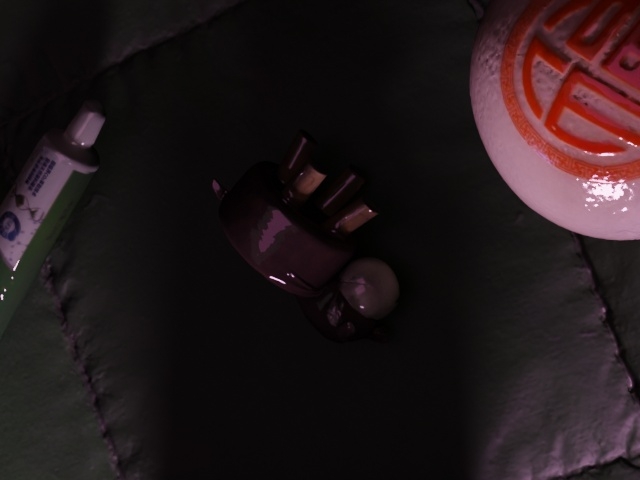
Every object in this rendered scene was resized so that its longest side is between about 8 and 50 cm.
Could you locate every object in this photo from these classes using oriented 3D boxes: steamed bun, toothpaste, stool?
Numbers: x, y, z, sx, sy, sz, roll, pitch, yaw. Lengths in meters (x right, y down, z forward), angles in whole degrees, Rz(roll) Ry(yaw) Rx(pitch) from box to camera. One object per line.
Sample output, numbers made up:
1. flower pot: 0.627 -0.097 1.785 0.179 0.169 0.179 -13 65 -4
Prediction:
1. steamed bun: 0.254 -0.138 1.561 0.283 0.177 0.283 1 93 21
2. toothpaste: -0.311 0.026 1.848 0.099 0.061 0.392 42 112 22
3. stool: 0.000 0.000 1.698 0.217 0.125 0.121 46 105 3
